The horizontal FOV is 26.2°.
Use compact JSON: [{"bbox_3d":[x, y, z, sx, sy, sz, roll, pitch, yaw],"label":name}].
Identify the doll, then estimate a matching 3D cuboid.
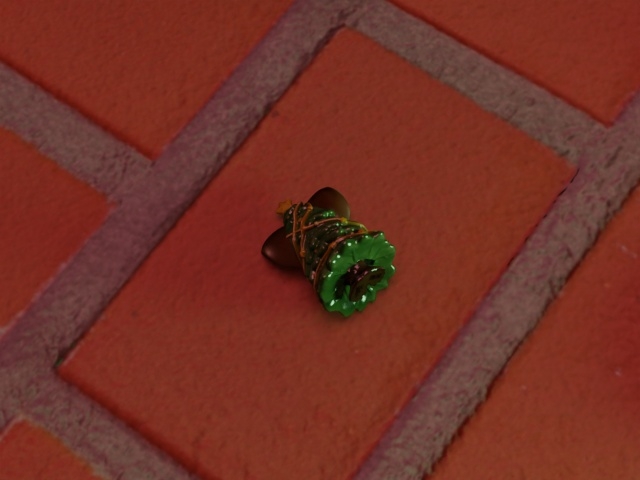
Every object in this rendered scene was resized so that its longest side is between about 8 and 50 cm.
[{"bbox_3d":[0.000,-0.002,1.063,0.078,0.077,0.113,-44,70,-6],"label":"doll"}]
